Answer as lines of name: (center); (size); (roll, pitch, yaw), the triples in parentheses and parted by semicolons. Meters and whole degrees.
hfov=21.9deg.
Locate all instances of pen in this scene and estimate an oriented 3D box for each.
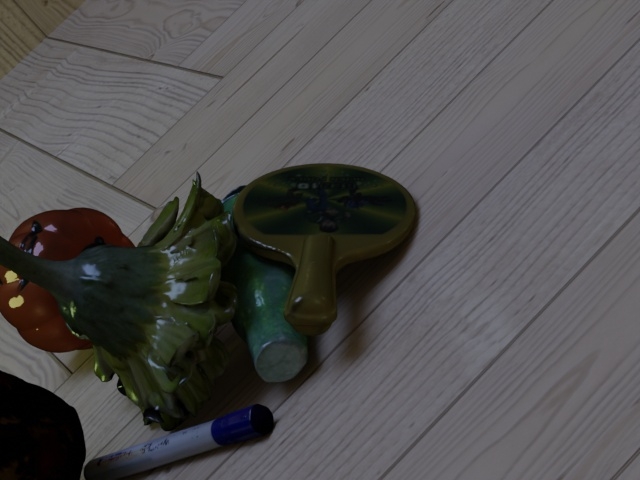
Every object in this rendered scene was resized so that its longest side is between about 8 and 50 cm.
pen: (-0.153, 0.215, 1.719); (0.269, 0.033, 0.033); (-22, 29, 40)

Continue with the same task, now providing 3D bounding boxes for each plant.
plant: (-0.206, 0.082, 1.759); (0.306, 0.261, 0.297); (-36, -17, 37)

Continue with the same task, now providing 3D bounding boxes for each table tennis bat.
table tennis bat: (0.000, 0.000, 1.746); (0.198, 0.050, 0.321); (2, 30, 4)

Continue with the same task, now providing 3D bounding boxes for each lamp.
lamp: (-0.325, 0.052, 2.101); (0.164, 0.187, 0.187); (-18, 31, 44)

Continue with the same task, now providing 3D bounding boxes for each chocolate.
chocolate: (-0.059, 0.054, 1.780); (0.110, 0.110, 0.291); (-36, 28, 12)

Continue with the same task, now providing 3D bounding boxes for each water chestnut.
water chestnut: (-0.355, 0.249, 1.704); (0.244, 0.289, 0.289); (-10, 26, 2)

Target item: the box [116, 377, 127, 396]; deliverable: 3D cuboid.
box: (-0.180, 0.121, 1.943); (0.125, 0.027, 0.126); (-28, 25, 30)
